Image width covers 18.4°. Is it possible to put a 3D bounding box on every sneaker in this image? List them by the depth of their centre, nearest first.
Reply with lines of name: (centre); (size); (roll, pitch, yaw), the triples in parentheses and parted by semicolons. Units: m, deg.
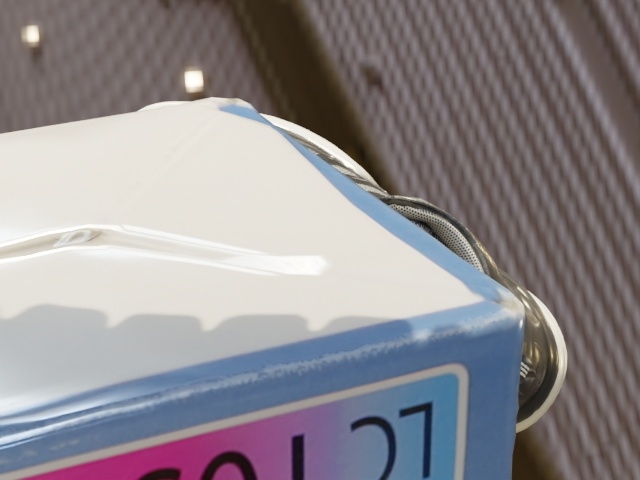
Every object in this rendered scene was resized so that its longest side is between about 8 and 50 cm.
sneaker: (0.000, 0.000, 0.975); (0.268, 0.153, 0.101); (31, -94, 12)

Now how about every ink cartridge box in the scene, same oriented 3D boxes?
ink cartridge box: (-0.107, 0.185, 0.509); (0.151, 0.270, 0.395); (43, -42, 51)
